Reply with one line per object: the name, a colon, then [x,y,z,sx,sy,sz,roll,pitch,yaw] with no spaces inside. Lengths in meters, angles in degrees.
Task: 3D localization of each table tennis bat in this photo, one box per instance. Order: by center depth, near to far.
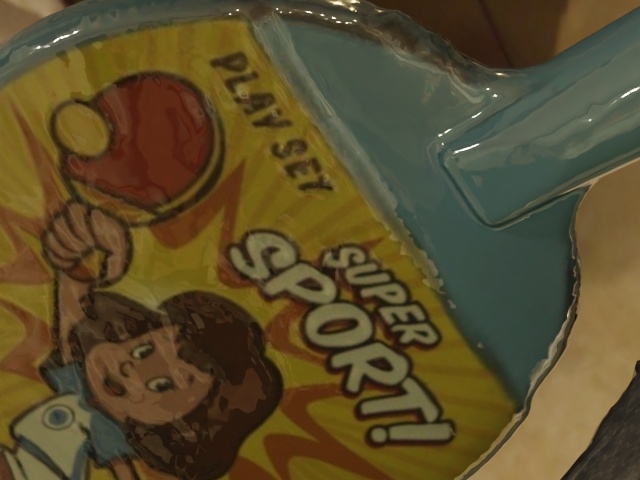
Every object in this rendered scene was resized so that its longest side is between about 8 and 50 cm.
table tennis bat: [0.000,0.000,0.509,0.329,0.215,0.044,-26,23,22]

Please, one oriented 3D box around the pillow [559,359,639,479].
pillow: [0.087,0.159,0.429,0.161,0.092,0.335,41,80,-5]
